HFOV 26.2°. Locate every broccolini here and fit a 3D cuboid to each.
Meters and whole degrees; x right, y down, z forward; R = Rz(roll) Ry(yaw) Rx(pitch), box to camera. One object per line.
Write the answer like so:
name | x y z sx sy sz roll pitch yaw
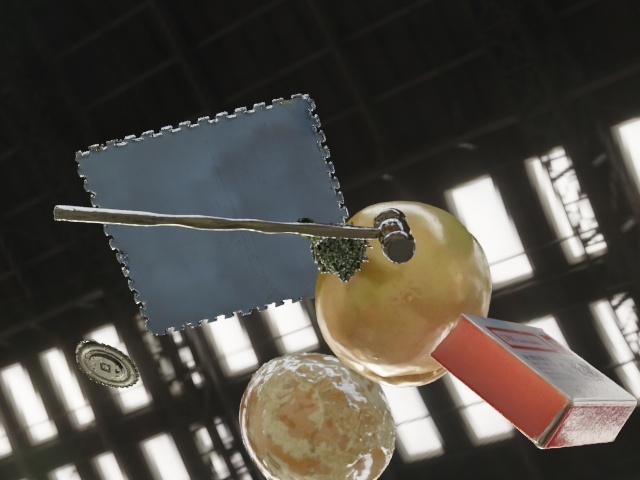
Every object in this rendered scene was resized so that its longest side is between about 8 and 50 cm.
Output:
broccolini | 0.000 0.000 1.297 0.054 0.051 0.239 65 -8 -10

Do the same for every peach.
peach | 0.078 0.053 1.343 0.184 0.184 0.184 9 -74 36

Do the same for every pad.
pad | -0.104 -0.021 1.508 0.268 0.012 0.270 -12 -54 5

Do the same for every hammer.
hammer | -0.069 -0.012 1.116 0.292 0.058 0.029 3 -66 -8

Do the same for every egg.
egg | -0.007 0.241 1.799 0.233 0.195 0.195 9 -74 43

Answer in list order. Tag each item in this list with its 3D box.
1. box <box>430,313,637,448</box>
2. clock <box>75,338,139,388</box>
box | 0.188 0.122 1.186 0.123 0.229 0.050 37 -79 24
clock | -0.252 0.147 1.627 0.083 0.010 0.074 17 -47 12
